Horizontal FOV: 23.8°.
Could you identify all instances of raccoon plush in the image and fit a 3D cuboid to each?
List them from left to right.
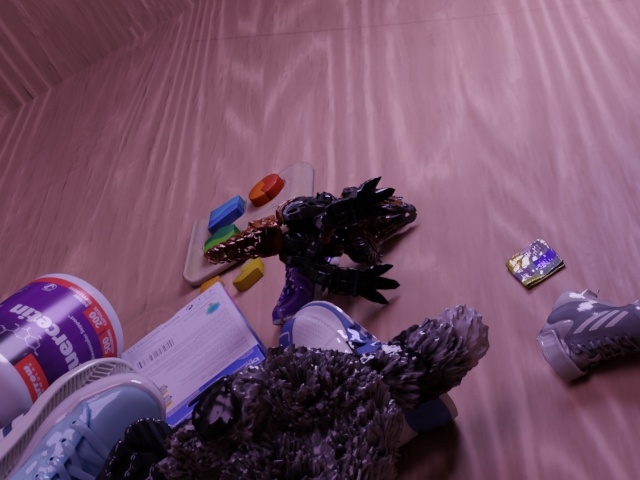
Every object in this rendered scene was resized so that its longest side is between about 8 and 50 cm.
[{"bbox_3d":[0.060,0.242,1.473,0.446,0.216,0.299,-29,61,-18],"label":"raccoon plush"}]

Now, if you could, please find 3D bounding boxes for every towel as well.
[{"bbox_3d":[0.266,0.028,1.888,0.060,0.009,0.083,-33,24,2],"label":"towel"}]

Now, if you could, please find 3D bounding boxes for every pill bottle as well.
[{"bbox_3d":[-0.426,0.184,2.103,0.182,0.181,0.323,-18,14,33],"label":"pill bottle"}]

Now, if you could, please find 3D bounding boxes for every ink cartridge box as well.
[{"bbox_3d":[-0.168,0.178,2.100,0.186,0.065,0.311,-38,21,-2],"label":"ink cartridge box"}]

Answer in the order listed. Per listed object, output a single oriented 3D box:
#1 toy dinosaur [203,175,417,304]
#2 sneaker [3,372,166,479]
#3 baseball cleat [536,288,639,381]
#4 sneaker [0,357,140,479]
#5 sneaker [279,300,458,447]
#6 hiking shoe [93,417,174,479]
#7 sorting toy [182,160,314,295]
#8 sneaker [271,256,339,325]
[{"bbox_3d":[0.000,0.000,2.074,0.322,0.164,0.218,-34,25,-23],"label":"toy dinosaur"},{"bbox_3d":[-0.301,0.307,1.695,0.366,0.135,0.150,-48,19,-5],"label":"sneaker"},{"bbox_3d":[0.310,0.112,1.630,0.109,0.072,0.206,-55,24,-10],"label":"baseball cleat"},{"bbox_3d":[-0.371,0.270,1.948,0.148,0.131,0.350,-18,15,44],"label":"sneaker"},{"bbox_3d":[0.004,0.189,1.784,0.182,0.127,0.315,-39,26,-15],"label":"sneaker"},{"bbox_3d":[-0.236,0.332,1.589,0.304,0.113,0.132,-50,-8,-26],"label":"hiking shoe"},{"bbox_3d":[-0.120,-0.012,2.412,0.229,0.041,0.307,-27,25,16],"label":"sorting toy"},{"bbox_3d":[-0.035,0.055,2.147,0.068,0.071,0.170,-18,30,33],"label":"sneaker"}]
